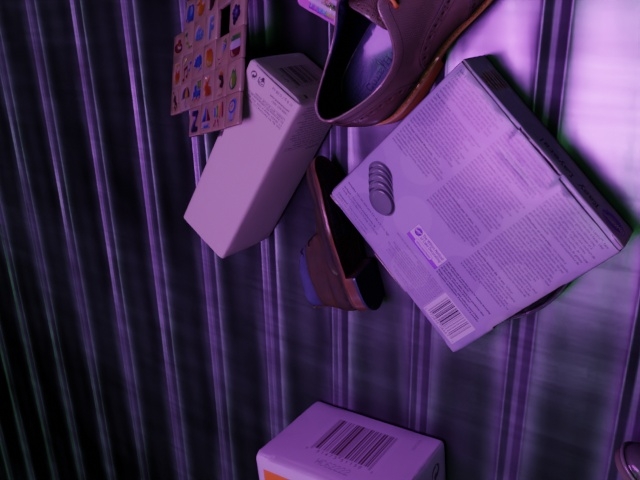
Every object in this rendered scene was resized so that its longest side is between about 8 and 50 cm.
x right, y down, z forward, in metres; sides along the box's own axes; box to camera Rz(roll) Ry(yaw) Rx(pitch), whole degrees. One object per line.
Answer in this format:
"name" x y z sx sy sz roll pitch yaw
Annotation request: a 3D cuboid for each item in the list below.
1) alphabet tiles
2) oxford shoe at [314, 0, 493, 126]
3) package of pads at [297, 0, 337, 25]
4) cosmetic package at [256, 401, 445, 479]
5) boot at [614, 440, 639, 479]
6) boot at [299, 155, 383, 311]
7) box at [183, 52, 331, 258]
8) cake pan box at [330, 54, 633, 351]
"alphabet tiles" -0.155 -0.241 0.855 0.237 0.009 0.198 4 91 57
"oxford shoe" 0.103 -0.263 0.642 0.130 0.132 0.364 39 127 20
"package of pads" 0.020 -0.277 0.754 0.083 0.050 0.032 36 128 21
"cosmetic package" 0.060 0.502 0.965 0.230 0.161 0.453 7 113 35
"boot" 0.431 0.217 0.624 0.189 0.076 0.208 30 132 7
"boot" 0.000 0.000 0.861 0.106 0.082 0.219 -11 102 37
"box" -0.080 -0.110 0.860 0.094 0.113 0.275 45 127 15
"cake pan box" 0.172 -0.030 0.728 0.267 0.070 0.246 52 132 9
